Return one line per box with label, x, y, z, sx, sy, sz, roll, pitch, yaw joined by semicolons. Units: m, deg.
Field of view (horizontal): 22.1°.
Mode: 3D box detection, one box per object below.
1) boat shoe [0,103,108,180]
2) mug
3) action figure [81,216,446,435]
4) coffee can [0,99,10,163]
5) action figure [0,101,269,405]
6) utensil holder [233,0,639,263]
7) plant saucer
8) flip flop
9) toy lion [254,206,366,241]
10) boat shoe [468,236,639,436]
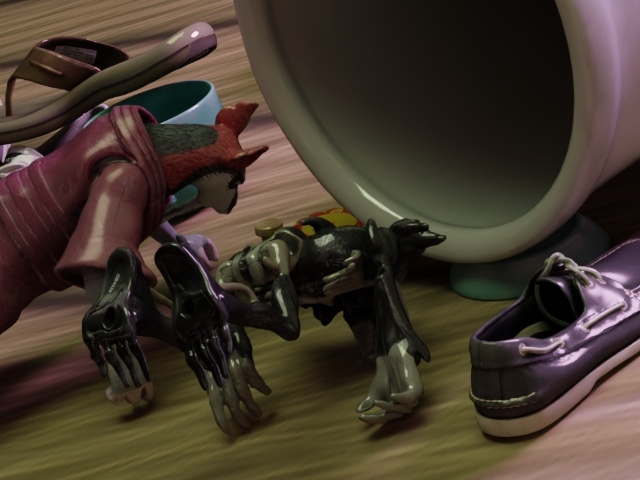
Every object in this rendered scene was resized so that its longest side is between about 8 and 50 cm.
boat shoe;-0.278;-0.048;1.566;0.096;0.088;0.267;2;30;43
mug;-0.150;-0.071;1.503;0.129;0.097;0.158;1;29;40
action figure;-0.020;0.055;1.045;0.164;0.141;0.275;-13;-6;37
coffee can;-0.459;-0.067;1.609;0.201;0.201;0.275;-8;24;26
action figure;-0.211;-0.016;1.217;0.370;0.276;0.248;-33;15;3
utensil holder;0.179;-0.211;1.205;0.385;0.328;0.327;-32;24;-36
plant saucer;0.146;0.004;1.172;0.119;0.021;0.119;-17;22;7
flip flop;-0.230;-0.162;1.563;0.277;0.080;0.112;-20;13;22
toy lion;0.000;0.000;1.300;0.096;0.034;0.100;-13;21;-6
boat shoe;0.159;0.041;1.010;0.075;0.065;0.206;2;30;43
